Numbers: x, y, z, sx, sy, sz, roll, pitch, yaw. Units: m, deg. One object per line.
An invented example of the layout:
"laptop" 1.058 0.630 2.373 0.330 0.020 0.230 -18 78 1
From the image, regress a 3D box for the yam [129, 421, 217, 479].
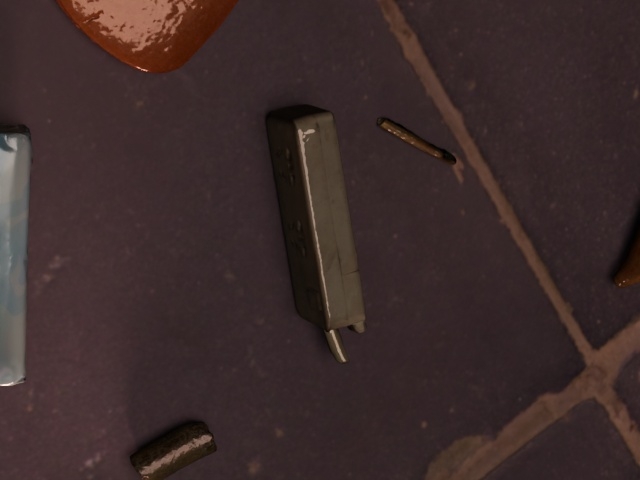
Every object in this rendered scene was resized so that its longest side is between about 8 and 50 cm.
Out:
"yam" -0.159 0.229 2.004 0.094 0.043 0.043 -29 110 -12

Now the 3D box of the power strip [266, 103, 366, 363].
"power strip" 0.000 0.000 1.992 0.053 0.093 0.288 -14 105 -22

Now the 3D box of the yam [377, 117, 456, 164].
"yam" 0.108 -0.109 2.055 0.107 0.014 0.014 27 90 -24

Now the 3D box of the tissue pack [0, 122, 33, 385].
"tissue pack" -0.378 0.014 1.850 0.177 0.089 0.263 0 100 -19

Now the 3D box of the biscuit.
"biscuit" -0.172 -0.278 1.901 0.186 0.036 0.192 43 83 -21

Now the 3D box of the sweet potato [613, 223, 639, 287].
"sweet potato" 0.426 -0.041 2.162 0.077 0.077 0.243 38 85 -23
